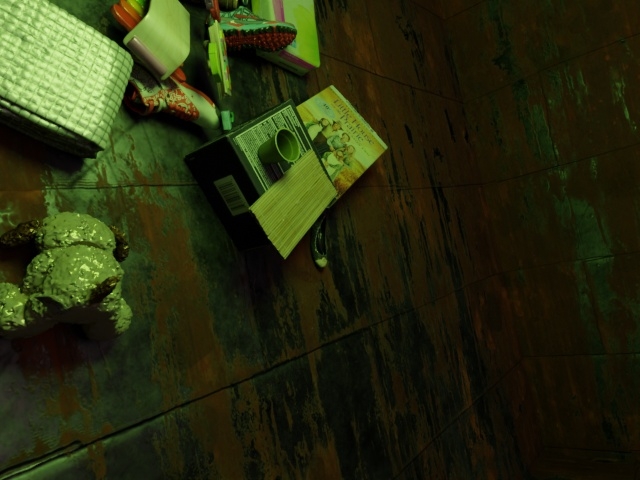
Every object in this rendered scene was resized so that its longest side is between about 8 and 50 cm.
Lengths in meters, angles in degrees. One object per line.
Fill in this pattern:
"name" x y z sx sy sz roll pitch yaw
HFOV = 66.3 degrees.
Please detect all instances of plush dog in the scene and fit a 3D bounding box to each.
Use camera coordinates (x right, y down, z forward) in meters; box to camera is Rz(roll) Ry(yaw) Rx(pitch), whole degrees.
"plush dog" -0.451 0.044 0.901 0.262 0.210 0.226 13 45 -48

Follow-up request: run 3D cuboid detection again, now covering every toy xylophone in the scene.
"toy xylophone" -0.355 -0.486 1.148 0.236 0.081 0.323 47 21 -35

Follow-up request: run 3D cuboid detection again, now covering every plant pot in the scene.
"plant pot" -0.105 -0.218 1.177 0.083 0.079 0.083 17 67 -47

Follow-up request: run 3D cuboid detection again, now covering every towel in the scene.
"towel" -0.534 -0.317 0.944 0.283 0.121 0.235 25 68 -37

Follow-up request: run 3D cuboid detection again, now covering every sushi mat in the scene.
"sushi mat" -0.060 -0.100 1.246 0.151 0.019 0.316 60 42 -22

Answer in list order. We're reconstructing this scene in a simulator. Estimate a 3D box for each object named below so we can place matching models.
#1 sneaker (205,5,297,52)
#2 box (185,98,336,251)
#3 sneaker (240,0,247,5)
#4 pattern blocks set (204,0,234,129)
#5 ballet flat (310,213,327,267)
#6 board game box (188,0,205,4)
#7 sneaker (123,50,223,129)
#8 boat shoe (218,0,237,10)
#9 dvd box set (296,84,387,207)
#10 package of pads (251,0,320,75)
"sneaker" -0.195 -0.621 1.403 0.261 0.104 0.125 -6 73 -20
"box" -0.146 -0.176 1.321 0.294 0.182 0.296 -45 115 -46
"sneaker" -0.210 -0.786 1.498 0.058 0.052 0.135 11 98 -15
"pattern blocks set" -0.250 -0.452 1.238 0.285 0.026 0.325 -102 -173 -61
"ballet flat" 0.000 0.000 1.550 0.057 0.049 0.173 9 72 -48
"board game box" -0.383 -0.753 1.314 0.194 0.060 0.194 -19 93 -51
"sneaker" -0.367 -0.329 1.179 0.270 0.090 0.145 43 49 -29
"boat shoe" -0.269 -0.769 1.451 0.073 0.073 0.207 8 60 -8
"dvd box set" 0.031 -0.323 1.612 0.308 0.062 0.420 48 43 -4
"package of pads" -0.112 -0.711 1.599 0.229 0.101 0.297 5 75 -49
